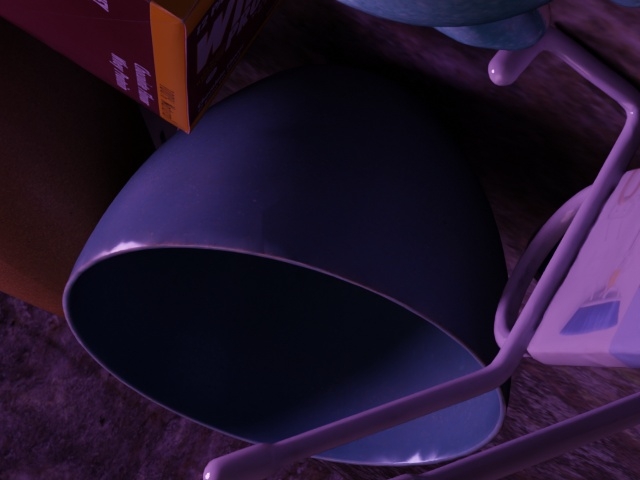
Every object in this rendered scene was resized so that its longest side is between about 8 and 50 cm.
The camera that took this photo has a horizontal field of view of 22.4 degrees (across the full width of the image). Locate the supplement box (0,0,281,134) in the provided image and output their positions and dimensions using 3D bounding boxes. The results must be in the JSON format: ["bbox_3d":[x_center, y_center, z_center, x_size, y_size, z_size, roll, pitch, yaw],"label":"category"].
[{"bbox_3d":[-0.119,-0.185,0.891,0.194,0.129,0.191,32,167,4],"label":"supplement box"}]

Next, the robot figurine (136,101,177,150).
[{"bbox_3d":[-0.246,-0.133,1.303,0.278,0.173,0.209,34,-170,-6],"label":"robot figurine"}]

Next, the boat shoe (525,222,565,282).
[{"bbox_3d":[0.221,0.048,1.090,0.183,0.066,0.066,29,168,16],"label":"boat shoe"}]

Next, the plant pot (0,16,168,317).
[{"bbox_3d":[-0.219,-0.070,1.124,0.254,0.237,0.237,50,160,-28],"label":"plant pot"}]

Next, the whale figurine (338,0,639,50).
[{"bbox_3d":[0.042,-0.137,0.663,0.216,0.141,0.272,30,167,10],"label":"whale figurine"}]

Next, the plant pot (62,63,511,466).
[{"bbox_3d":[0.000,0.000,1.073,0.290,0.195,0.290,13,151,7],"label":"plant pot"}]

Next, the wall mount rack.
[{"bbox_3d":[0.099,0.021,0.746,0.130,0.304,0.350,34,167,-12],"label":"wall mount rack"}]
